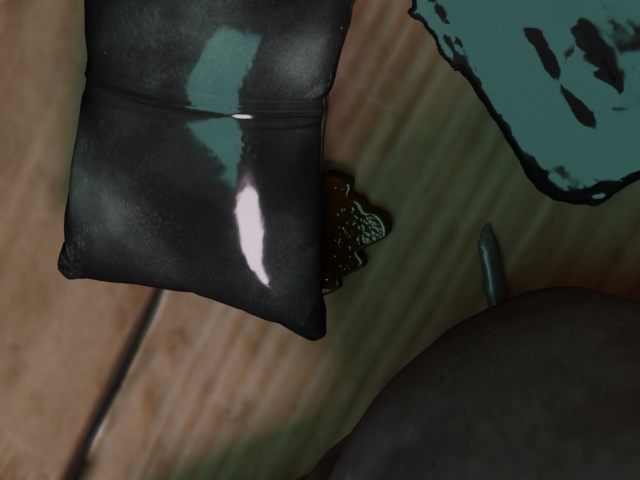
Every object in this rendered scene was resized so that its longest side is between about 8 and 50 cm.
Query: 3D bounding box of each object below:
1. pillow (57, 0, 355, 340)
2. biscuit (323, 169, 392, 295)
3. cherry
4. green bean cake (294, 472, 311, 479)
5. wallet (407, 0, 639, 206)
[{"bbox_3d":[-0.069,-0.074,0.882,0.186,0.106,0.249,11,106,18],"label":"pillow"},{"bbox_3d":[0.000,0.000,0.934,0.082,0.016,0.092,19,110,10],"label":"biscuit"},{"bbox_3d":[0.141,0.173,0.773,0.326,0.335,0.291,5,105,16],"label":"cherry"},{"bbox_3d":[-0.022,0.223,0.968,0.179,0.085,0.109,-24,97,22],"label":"green bean cake"},{"bbox_3d":[0.236,-0.172,0.801,0.378,0.051,0.197,-29,95,23],"label":"wallet"}]
